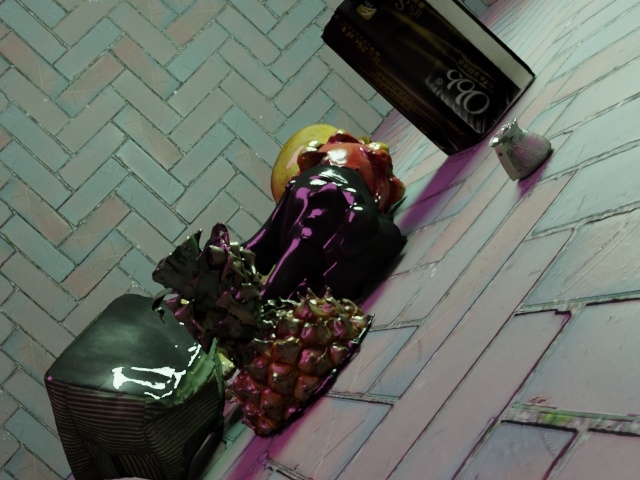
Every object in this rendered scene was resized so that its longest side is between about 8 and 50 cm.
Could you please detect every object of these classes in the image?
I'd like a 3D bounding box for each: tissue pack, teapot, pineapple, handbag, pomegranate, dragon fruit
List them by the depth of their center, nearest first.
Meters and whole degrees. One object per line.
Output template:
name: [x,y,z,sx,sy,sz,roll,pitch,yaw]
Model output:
teapot: [0.249,-0.114,1.095,0.064,0.064,0.083,-42,8,50]
pineapple: [-0.107,0.100,1.213,0.262,0.271,0.262,-47,6,7]
handbag: [-0.286,0.262,1.419,0.341,0.247,0.240,-65,-21,-65]
tissue pack: [0.194,-0.359,1.627,0.198,0.370,0.210,-49,6,-6]
dragon fruit: [0.048,-0.085,1.756,0.227,0.243,0.307,-19,59,28]
pomegranate: [-0.003,-0.155,2.254,0.307,0.307,0.307,-47,6,6]

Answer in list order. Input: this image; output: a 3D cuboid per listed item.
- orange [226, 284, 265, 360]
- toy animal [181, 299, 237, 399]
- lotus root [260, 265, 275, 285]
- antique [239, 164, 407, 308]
orange: [-0.105,0.155,1.524,0.156,0.124,0.156,-171,90,-74]
toy animal: [-0.204,0.198,1.650,0.121,0.168,0.233,-52,-25,-27]
lotus root: [-0.059,0.092,1.677,0.214,0.138,0.138,-43,3,-28]
antique: [0.000,0.000,1.453,0.255,0.185,0.322,-43,34,17]
